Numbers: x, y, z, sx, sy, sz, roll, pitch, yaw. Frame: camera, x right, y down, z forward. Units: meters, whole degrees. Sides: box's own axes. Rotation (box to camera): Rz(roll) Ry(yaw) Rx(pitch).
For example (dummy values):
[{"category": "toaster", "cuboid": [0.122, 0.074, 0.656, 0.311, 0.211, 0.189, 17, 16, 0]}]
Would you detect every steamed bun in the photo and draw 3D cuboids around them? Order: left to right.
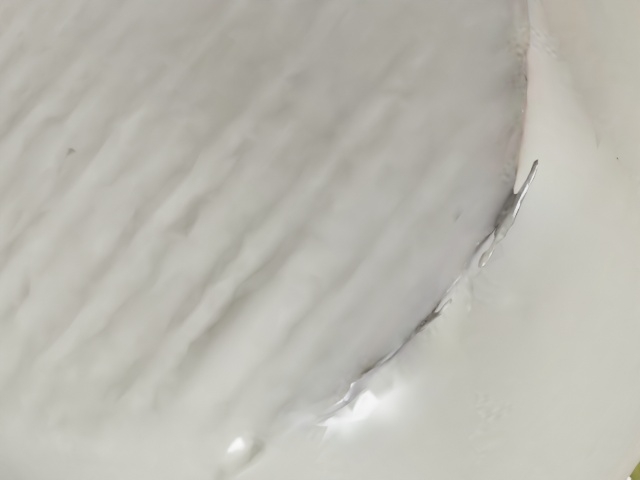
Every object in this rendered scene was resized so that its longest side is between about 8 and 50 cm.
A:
[{"category": "steamed bun", "cuboid": [0.000, 0.000, 0.520, 0.309, 0.309, 0.309, -17, 47, 19]}]

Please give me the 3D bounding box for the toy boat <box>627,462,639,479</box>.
[{"category": "toy boat", "cuboid": [0.111, 0.084, 0.690, 0.172, 0.066, 0.065, 41, 53, 22]}]
